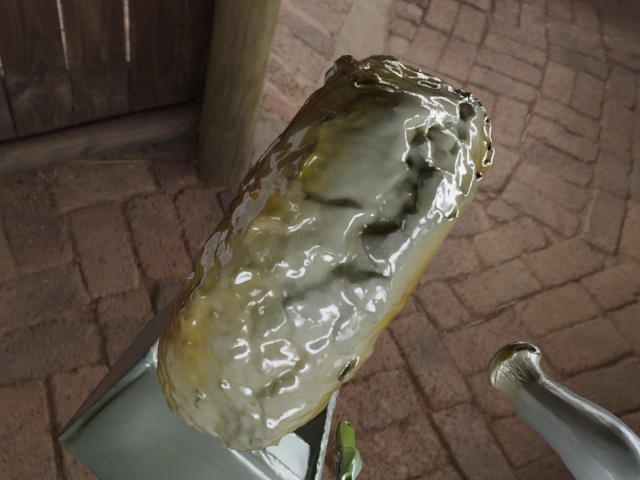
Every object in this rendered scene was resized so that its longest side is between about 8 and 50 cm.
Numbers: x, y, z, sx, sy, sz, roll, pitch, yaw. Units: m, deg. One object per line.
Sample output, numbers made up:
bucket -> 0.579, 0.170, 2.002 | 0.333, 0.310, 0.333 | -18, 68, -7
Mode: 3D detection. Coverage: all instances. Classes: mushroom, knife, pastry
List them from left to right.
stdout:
pastry -> 0.000, 0.000, 0.458 | 0.136, 0.329, 0.329 | 35, 51, 1
knife -> 0.025, 0.196, 0.585 | 0.022, 0.184, 0.026 | 41, 88, 3
mushroom -> 0.402, 0.298, 0.988 | 0.122, 0.159, 0.328 | -43, 46, 1

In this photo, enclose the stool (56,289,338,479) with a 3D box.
stool -> -0.128, 0.199, 0.772 | 0.243, 0.170, 0.269 | 45, 22, -10
